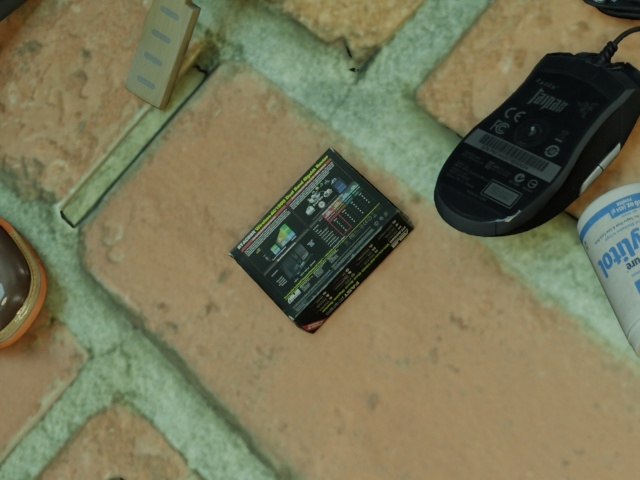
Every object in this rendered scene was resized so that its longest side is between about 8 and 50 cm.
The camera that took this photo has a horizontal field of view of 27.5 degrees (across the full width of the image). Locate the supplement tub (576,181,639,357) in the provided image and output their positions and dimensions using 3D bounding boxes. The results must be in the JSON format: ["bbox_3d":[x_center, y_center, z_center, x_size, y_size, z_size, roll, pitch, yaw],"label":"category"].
[{"bbox_3d":[0.226,0.020,0.897,0.071,0.071,0.107,-28,57,14],"label":"supplement tub"}]

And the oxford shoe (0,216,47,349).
[{"bbox_3d":[-0.396,-0.007,1.192,0.364,0.133,0.130,25,81,33],"label":"oxford shoe"}]

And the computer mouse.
[{"bbox_3d":[0.217,-0.079,0.958,0.184,0.060,0.262,25,69,38],"label":"computer mouse"}]

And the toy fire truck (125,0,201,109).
[{"bbox_3d":[-0.138,-0.270,1.189,0.217,0.158,0.246,26,71,33],"label":"toy fire truck"}]

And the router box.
[{"bbox_3d":[0.000,0.000,1.042,0.122,0.038,0.092,-46,56,2],"label":"router box"}]

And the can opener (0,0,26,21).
[{"bbox_3d":[-0.350,-0.192,1.243,0.095,0.076,0.283,33,64,25],"label":"can opener"}]
